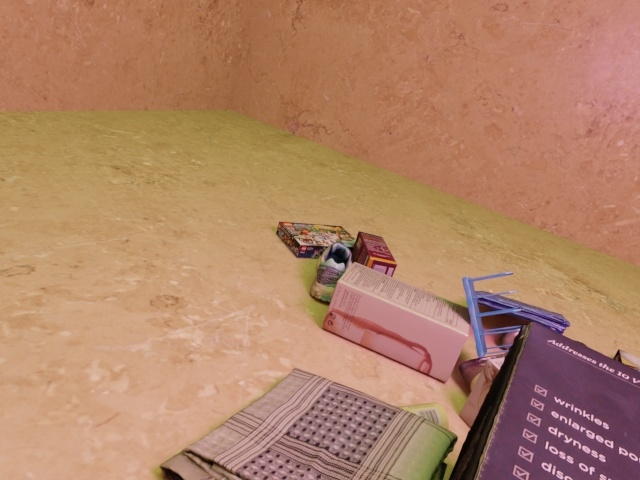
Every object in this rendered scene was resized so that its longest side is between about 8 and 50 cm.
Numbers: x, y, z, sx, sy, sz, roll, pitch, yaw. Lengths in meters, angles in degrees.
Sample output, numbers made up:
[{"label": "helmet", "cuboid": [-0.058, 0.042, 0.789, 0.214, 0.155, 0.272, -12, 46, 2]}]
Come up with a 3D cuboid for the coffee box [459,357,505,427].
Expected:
[{"label": "coffee box", "cuboid": [0.383, 0.338, 0.870, 0.098, 0.141, 0.246, 4, 26, -32]}]

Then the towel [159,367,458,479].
[{"label": "towel", "cuboid": [-0.004, 0.296, 0.698, 0.312, 0.056, 0.324, 15, 21, 31]}]

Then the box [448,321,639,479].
[{"label": "box", "cuboid": [0.347, 0.386, 0.492, 0.480, 0.297, 0.471, 26, 28, 22]}]

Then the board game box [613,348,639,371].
[{"label": "board game box", "cuboid": [0.838, 0.376, 1.247, 0.165, 0.042, 0.243, 25, 23, 20]}]

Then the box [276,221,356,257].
[{"label": "box", "cuboid": [0.000, 0.000, 1.531, 0.233, 0.044, 0.159, 3, 26, -32]}]

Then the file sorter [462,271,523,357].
[{"label": "file sorter", "cuboid": [0.382, 0.157, 1.077, 0.104, 0.170, 0.118, -12, -10, 21]}]

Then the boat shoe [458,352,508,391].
[{"label": "boat shoe", "cuboid": [0.430, 0.285, 1.088, 0.285, 0.103, 0.092, -1, 32, -26]}]

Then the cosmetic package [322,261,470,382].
[{"label": "cosmetic package", "cuboid": [0.174, 0.177, 1.120, 0.296, 0.129, 0.153, 22, 20, 14]}]

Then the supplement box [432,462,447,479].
[{"label": "supplement box", "cuboid": [0.135, 0.360, 0.743, 0.083, 0.056, 0.083, 24, 23, 17]}]

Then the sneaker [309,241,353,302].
[{"label": "sneaker", "cuboid": [0.050, 0.057, 1.324, 0.110, 0.122, 0.283, 17, 21, 0]}]

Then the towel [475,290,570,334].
[{"label": "towel", "cuboid": [0.543, 0.189, 1.353, 0.243, 0.040, 0.336, 18, 2, 25]}]

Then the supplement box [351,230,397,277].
[{"label": "supplement box", "cuboid": [0.145, 0.062, 1.408, 0.080, 0.104, 0.188, 13, 22, -12]}]

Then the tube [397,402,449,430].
[{"label": "tube", "cuboid": [0.100, 0.316, 0.835, 0.240, 0.062, 0.070, 2, -18, -23]}]

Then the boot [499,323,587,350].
[{"label": "boot", "cuboid": [0.575, 0.296, 1.204, 0.246, 0.083, 0.161, 14, 27, -3]}]
